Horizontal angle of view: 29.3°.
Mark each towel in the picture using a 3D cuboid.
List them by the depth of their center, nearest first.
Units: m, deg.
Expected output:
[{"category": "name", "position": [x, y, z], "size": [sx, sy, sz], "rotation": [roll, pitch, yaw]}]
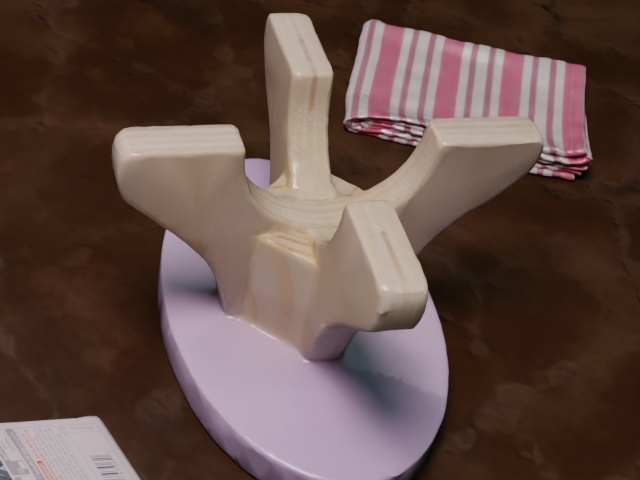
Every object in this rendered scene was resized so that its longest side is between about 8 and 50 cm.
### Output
[{"category": "towel", "position": [0.121, -0.120, 0.988], "size": [0.197, 0.029, 0.144], "rotation": [12, 42, -2]}]

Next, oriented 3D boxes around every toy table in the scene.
[{"category": "toy table", "position": [0.000, 0.000, 0.736], "size": [0.252, 0.161, 0.274], "rotation": [-12, 48, -26]}]

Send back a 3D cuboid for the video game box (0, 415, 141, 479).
[{"category": "video game box", "position": [-0.133, 0.168, 0.552], "size": [0.187, 0.048, 0.205], "rotation": [9, 32, -51]}]
